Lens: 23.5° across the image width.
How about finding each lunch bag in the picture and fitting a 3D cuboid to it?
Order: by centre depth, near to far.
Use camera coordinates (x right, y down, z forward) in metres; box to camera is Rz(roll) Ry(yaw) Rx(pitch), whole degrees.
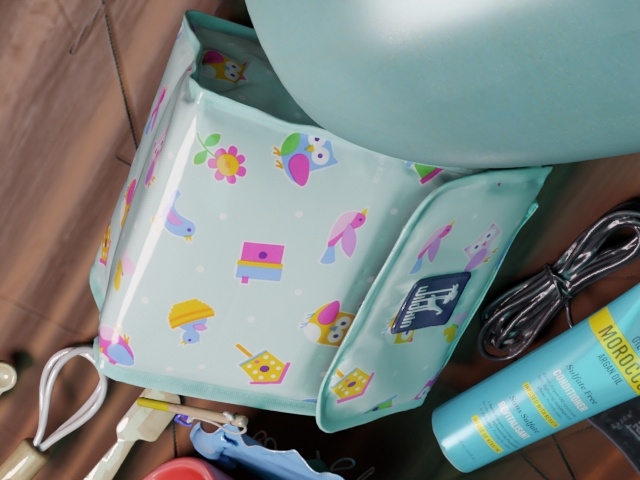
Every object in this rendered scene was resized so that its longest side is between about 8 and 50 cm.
[{"bbox_3d":[0.000,0.000,1.030,0.262,0.160,0.223,17,116,-17],"label":"lunch bag"}]

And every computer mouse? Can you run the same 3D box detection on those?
[{"bbox_3d":[0.260,0.084,1.107,0.262,0.060,0.184,40,120,-3],"label":"computer mouse"}]

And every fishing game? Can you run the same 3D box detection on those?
[{"bbox_3d":[-0.007,0.172,1.135,0.264,0.041,0.189,34,162,-28],"label":"fishing game"}]

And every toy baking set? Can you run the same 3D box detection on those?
[{"bbox_3d":[-0.241,0.168,1.181,0.256,0.030,0.197,6,104,-7],"label":"toy baking set"}]

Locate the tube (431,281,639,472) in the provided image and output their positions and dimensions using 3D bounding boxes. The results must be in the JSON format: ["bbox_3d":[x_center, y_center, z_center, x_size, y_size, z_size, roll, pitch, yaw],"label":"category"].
[{"bbox_3d":[0.176,0.097,1.084,0.207,0.052,0.080,-32,108,24],"label":"tube"}]

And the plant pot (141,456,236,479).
[{"bbox_3d":[-0.050,0.335,1.172,0.243,0.275,0.275,30,118,-22],"label":"plant pot"}]

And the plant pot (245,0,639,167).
[{"bbox_3d":[0.095,-0.172,0.859,0.235,0.293,0.293,-14,118,29],"label":"plant pot"}]
